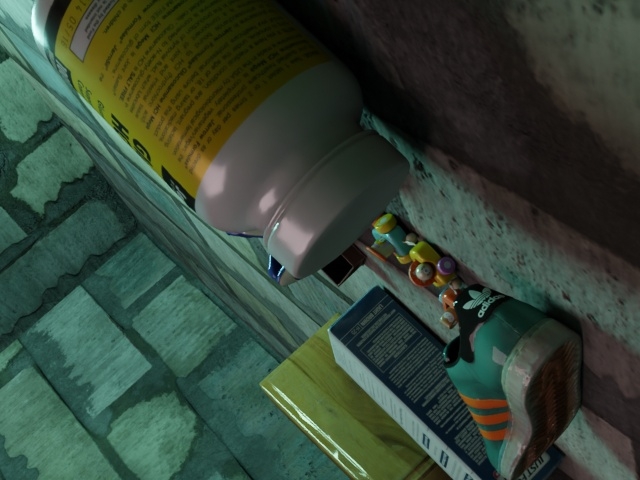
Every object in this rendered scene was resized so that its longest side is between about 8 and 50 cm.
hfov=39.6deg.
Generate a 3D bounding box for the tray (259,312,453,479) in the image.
[{"bbox_3d":[0.079,0.285,1.503,0.411,0.203,0.076,32,159,52],"label":"tray"}]

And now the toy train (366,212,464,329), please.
[{"bbox_3d":[0.109,0.040,1.004,0.166,0.046,0.125,41,166,28],"label":"toy train"}]

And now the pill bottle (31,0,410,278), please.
[{"bbox_3d":[-0.086,-0.130,0.799,0.334,0.188,0.188,45,168,13],"label":"pill bottle"}]

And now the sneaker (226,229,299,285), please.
[{"bbox_3d":[-0.081,-0.069,1.120,0.296,0.131,0.112,54,168,-21],"label":"sneaker"}]

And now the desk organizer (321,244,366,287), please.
[{"bbox_3d":[0.000,0.000,1.241,0.130,0.050,0.047,45,168,10],"label":"desk organizer"}]

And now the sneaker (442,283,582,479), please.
[{"bbox_3d":[0.195,0.147,0.928,0.121,0.108,0.302,41,158,32],"label":"sneaker"}]

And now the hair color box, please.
[{"bbox_3d":[0.169,0.235,1.267,0.347,0.105,0.174,44,168,20],"label":"hair color box"}]
